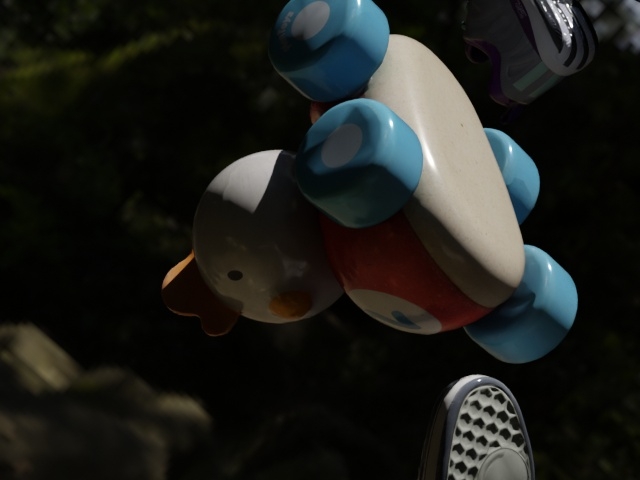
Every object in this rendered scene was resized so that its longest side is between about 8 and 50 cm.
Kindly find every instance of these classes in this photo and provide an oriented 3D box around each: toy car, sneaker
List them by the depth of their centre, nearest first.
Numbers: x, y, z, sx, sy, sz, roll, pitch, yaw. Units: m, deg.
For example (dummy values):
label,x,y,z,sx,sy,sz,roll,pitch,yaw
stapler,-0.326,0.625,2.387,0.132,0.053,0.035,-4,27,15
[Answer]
label,x,y,z,sx,sy,sz,roll,pitch,yaw
sneaker,0.055,0.183,1.254,0.086,0.226,0.163,-10,16,-37
toy car,0.000,0.000,1.262,0.219,0.238,0.210,39,28,-41
sneaker,0.128,-0.197,1.508,0.083,0.098,0.223,15,44,-38

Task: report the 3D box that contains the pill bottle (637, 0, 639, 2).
label,x,y,z,sx,sy,sz,roll,pitch,yaw
pill bottle,0.283,-0.230,1.497,0.124,0.124,0.221,39,4,-19
